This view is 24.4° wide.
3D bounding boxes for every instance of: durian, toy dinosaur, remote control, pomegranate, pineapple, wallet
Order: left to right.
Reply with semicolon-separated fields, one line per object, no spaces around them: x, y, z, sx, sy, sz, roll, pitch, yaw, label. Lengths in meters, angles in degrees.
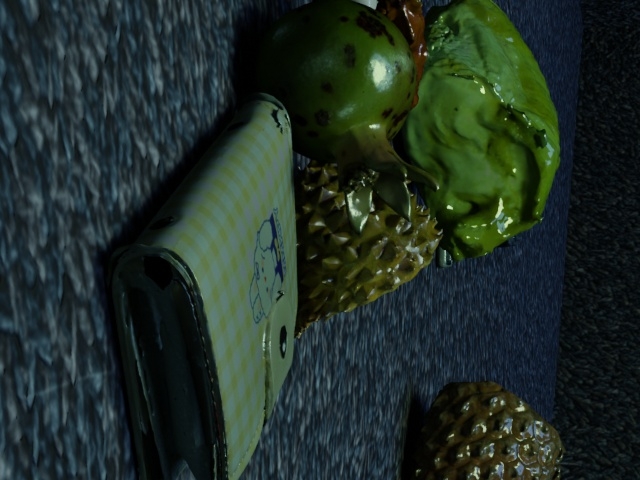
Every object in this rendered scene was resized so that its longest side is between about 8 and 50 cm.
-0.072;0.038;1.159;0.309;0.077;0.223;-61;144;-62;wallet
0.029;-0.003;1.387;0.132;0.182;0.165;112;-40;-55;durian
0.033;-0.120;1.301;0.156;0.220;0.156;-36;158;-17;pomegranate
0.055;-0.164;1.507;0.432;0.097;0.208;90;-11;-51;toy dinosaur
0.184;-0.021;2.191;0.053;0.017;0.124;7;84;-74;remote control
0.184;0.366;1.949;0.362;0.202;0.202;-63;155;-21;pineapple
0.208;-0.170;1.939;0.340;0.204;0.256;-74;147;-47;durian

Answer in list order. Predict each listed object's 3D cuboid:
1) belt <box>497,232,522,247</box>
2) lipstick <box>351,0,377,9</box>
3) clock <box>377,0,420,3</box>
0.265;-0.086;2.275;0.122;0.128;0.218;-65;150;-56;belt
0.047;-0.220;1.640;0.040;0.040;0.141;-65;152;-57;lipstick
0.083;-0.293;1.748;0.236;0.053;0.237;-1;90;-75;clock
